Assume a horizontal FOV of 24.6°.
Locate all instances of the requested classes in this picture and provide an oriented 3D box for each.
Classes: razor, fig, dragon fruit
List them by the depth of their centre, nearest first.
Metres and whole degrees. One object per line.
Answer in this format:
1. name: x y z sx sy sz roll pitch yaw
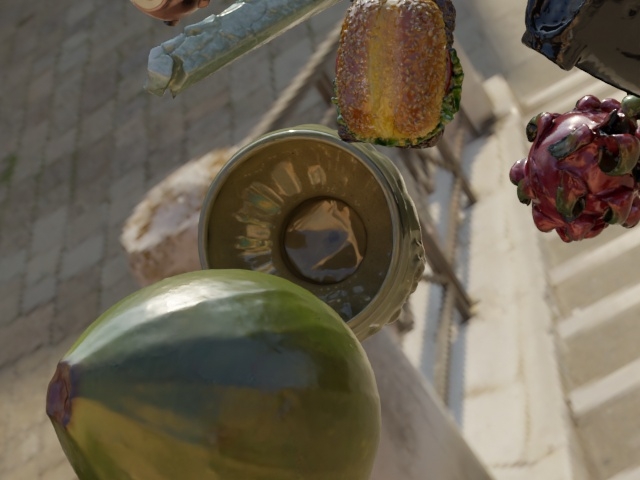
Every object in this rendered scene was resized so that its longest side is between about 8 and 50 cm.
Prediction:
1. fig: -0.111 0.166 1.379 0.316 0.316 0.316 -25 31 16
2. razor: 0.394 -0.267 1.721 0.113 0.349 0.204 44 115 40
3. dragon fruit: 0.392 -0.102 2.058 0.218 0.198 0.273 -56 24 -19

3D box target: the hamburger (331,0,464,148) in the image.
1. hamburger: 0.077 -0.176 1.481 0.137 0.165 0.087 5 1 15

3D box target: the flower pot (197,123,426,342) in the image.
1. flower pot: 0.000 0.000 1.992 0.307 0.307 0.244 -29 -7 11

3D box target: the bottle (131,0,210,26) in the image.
1. bottle: -0.222 -0.377 1.819 0.148 0.236 0.147 -35 5 4

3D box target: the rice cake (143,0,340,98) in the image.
1. rice cake: -0.072 -0.269 1.772 0.336 0.063 0.066 -35 -10 -24
